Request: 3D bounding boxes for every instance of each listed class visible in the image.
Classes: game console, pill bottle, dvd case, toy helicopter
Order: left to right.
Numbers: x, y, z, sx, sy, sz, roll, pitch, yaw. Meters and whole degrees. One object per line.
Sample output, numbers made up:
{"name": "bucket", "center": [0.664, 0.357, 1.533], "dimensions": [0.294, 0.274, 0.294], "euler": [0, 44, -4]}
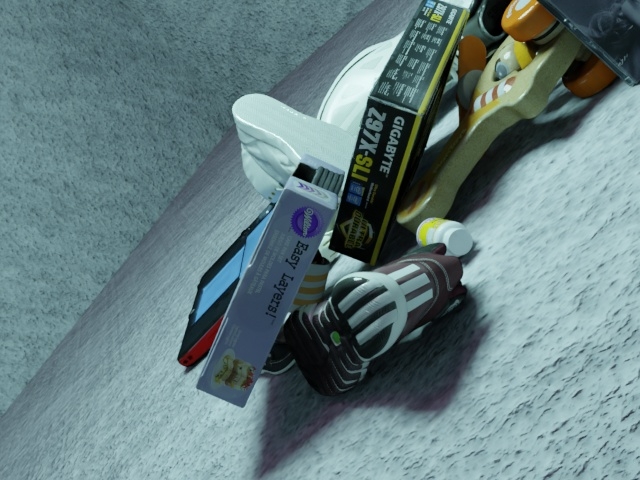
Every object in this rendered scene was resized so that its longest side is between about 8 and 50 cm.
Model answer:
{"name": "game console", "center": [-0.130, 0.038, 1.598], "dimensions": [0.342, 0.060, 0.386], "euler": [-41, 15, 12]}
{"name": "pill bottle", "center": [0.146, -0.002, 0.994], "dimensions": [0.043, 0.043, 0.083], "euler": [-47, 15, -6]}
{"name": "toy helicopter", "center": [0.206, -0.162, 1.103], "dimensions": [0.355, 0.140, 0.235], "euler": [-54, 19, -2]}
{"name": "dvd case", "center": [0.360, -0.309, 1.004], "dimensions": [0.221, 0.164, 0.018], "euler": [-51, 5, -22]}

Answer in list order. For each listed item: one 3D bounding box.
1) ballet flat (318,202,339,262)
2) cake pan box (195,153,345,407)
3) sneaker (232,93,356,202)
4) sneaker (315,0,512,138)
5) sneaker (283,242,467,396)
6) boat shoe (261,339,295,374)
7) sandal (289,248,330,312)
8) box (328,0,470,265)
{"name": "ballet flat", "center": [0.000, 0.000, 1.340], "dimensions": [0.067, 0.073, 0.206], "euler": [-19, 30, 28]}
{"name": "cake pan box", "center": [-0.051, 0.031, 1.024], "dimensions": [0.245, 0.070, 0.266], "euler": [-82, 16, -76]}
{"name": "sneaker", "center": [-0.024, -0.119, 1.458], "dimensions": [0.108, 0.293, 0.169], "euler": [-40, -30, -28]}
{"name": "sneaker", "center": [0.172, -0.304, 1.432], "dimensions": [0.447, 0.169, 0.257], "euler": [-45, 6, -7]}
{"name": "sneaker", "center": [0.071, 0.082, 0.924], "dimensions": [0.163, 0.106, 0.281], "euler": [-24, -7, -25]}
{"name": "boat shoe", "center": [-0.067, 0.153, 1.160], "dimensions": [0.046, 0.038, 0.125], "euler": [-52, 16, -25]}
{"name": "sandal", "center": [-0.039, 0.083, 1.227], "dimensions": [0.265, 0.076, 0.102], "euler": [-62, 1, 23]}
{"name": "box", "center": [0.112, -0.159, 1.202], "dimensions": [0.322, 0.079, 0.257], "euler": [-63, -9, -49]}
